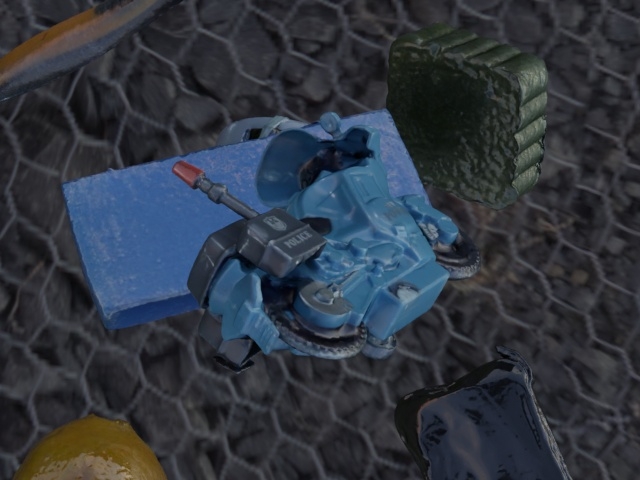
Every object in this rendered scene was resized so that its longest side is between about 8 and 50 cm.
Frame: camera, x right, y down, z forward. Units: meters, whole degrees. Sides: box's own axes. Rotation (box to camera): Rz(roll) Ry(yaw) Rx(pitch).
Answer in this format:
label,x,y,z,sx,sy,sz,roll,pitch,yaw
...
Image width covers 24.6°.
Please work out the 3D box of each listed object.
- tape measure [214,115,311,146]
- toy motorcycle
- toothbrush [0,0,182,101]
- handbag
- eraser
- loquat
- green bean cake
label,x,y,z,sx,sy,sz,roll,pitch,yaw
tape measure,-0.034,-0.068,1.626,0.181,0.182,0.107,17,69,-7
toy motorcycle,0.000,0.000,1.069,0.182,0.272,0.123,36,121,17
toothbrush,-0.025,-0.129,0.600,0.321,0.023,0.031,-24,130,25
handbag,0.221,0.308,1.827,0.192,0.075,0.332,-23,80,21
eraser,-0.062,-0.022,1.305,0.312,0.042,0.144,-15,63,-15
loquat,-0.268,0.315,1.679,0.187,0.176,0.234,26,69,-14
green bean cake,0.172,-0.145,1.703,0.094,0.185,0.183,-28,131,-42
